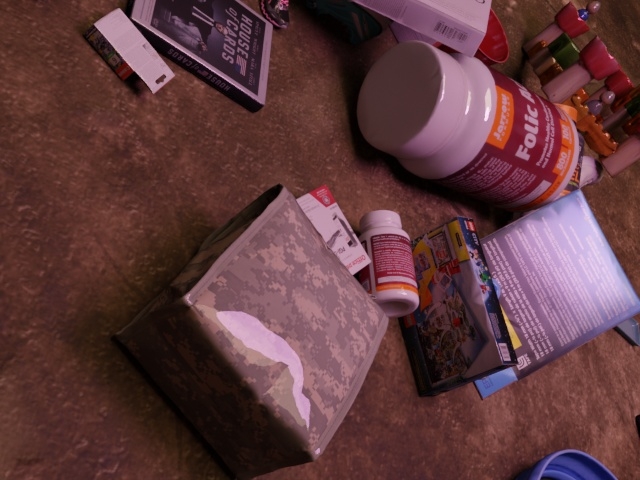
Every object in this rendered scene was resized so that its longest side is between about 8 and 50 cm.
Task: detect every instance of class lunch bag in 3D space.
[{"bbox_3d":[-0.058,0.094,1.045,0.235,0.169,0.287,52,43,-11],"label":"lunch bag"}]

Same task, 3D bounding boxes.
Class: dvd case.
[{"bbox_3d":[-0.172,-0.316,1.294,0.238,0.029,0.179,29,48,-33],"label":"dvd case"}]

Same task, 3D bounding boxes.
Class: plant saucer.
[{"bbox_3d":[0.634,0.159,1.906,0.192,0.018,0.067,39,42,-26],"label":"plant saucer"}]

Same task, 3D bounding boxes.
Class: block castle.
[{"bbox_3d":[0.650,-0.364,2.011,0.303,0.213,0.453,47,22,-15],"label":"block castle"}]

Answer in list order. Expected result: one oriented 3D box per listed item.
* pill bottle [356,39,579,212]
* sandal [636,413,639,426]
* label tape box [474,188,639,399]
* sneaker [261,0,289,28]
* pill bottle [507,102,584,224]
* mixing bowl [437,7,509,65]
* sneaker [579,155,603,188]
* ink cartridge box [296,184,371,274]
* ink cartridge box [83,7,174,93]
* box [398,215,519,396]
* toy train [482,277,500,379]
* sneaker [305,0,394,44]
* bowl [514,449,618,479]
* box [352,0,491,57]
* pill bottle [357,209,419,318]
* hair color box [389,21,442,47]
[{"bbox_3d":[0.264,-0.197,1.548,0.392,0.224,0.224,15,56,-43],"label":"pill bottle"},{"bbox_3d":[0.672,0.434,1.760,0.067,0.040,0.179,33,30,-38],"label":"sandal"},{"bbox_3d":[0.351,0.093,1.522,0.333,0.106,0.241,-26,86,-11],"label":"label tape box"},{"bbox_3d":[-0.069,-0.408,1.447,0.047,0.057,0.119,3,65,-50],"label":"sneaker"},{"bbox_3d":[0.447,-0.142,1.727,0.130,0.130,0.246,15,81,-43],"label":"pill bottle"},{"bbox_3d":[0.304,-0.430,1.847,0.181,0.098,0.181,26,49,-35],"label":"mixing bowl"},{"bbox_3d":[0.519,-0.121,1.903,0.290,0.106,0.123,2,76,-40],"label":"sneaker"},{"bbox_3d":[0.000,0.000,1.260,0.135,0.056,0.099,59,37,-1],"label":"ink cartridge box"},{"bbox_3d":[-0.251,-0.245,1.158,0.115,0.029,0.063,50,38,-14],"label":"ink cartridge box"},{"bbox_3d":[0.191,0.101,1.325,0.044,0.159,0.233,6,62,-44],"label":"box"},{"bbox_3d":[0.229,0.130,1.397,0.105,0.080,0.184,1,83,-19],"label":"toy train"},{"bbox_3d":[0.012,-0.441,1.515,0.275,0.110,0.107,40,33,-30],"label":"sneaker"},{"bbox_3d":[0.414,0.529,1.370,0.391,0.077,0.391,28,48,-35],"label":"bowl"},{"bbox_3d":[0.188,-0.461,1.523,0.232,0.058,0.322,24,41,-5],"label":"box"},{"bbox_3d":[0.098,0.035,1.324,0.086,0.086,0.152,21,52,-39],"label":"pill bottle"},{"bbox_3d":[0.224,-0.431,1.700,0.053,0.167,0.093,-23,85,-52],"label":"hair color box"}]
